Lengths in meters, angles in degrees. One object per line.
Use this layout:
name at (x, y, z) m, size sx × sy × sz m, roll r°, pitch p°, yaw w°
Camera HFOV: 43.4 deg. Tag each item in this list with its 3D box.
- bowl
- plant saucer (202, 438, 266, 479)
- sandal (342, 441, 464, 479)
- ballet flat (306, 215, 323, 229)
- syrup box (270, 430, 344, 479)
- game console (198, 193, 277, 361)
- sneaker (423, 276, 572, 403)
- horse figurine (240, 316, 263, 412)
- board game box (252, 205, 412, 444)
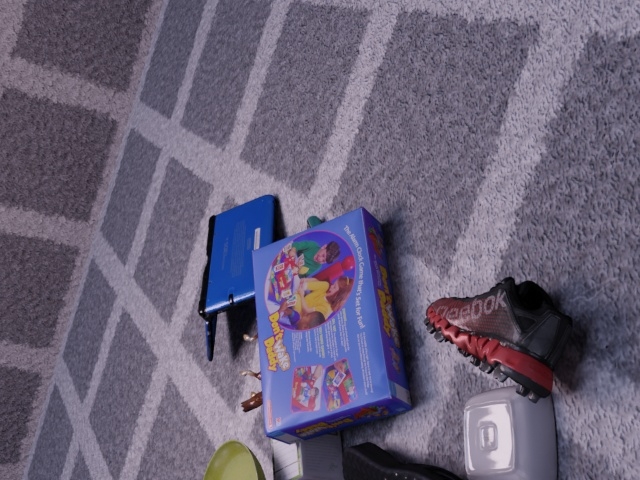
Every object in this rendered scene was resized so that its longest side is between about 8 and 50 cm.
bowl at (0.237, 0.260, 1.054) m, size 0.142 × 0.053 × 0.142 m, roll -27°, pitch 55°, yaw 54°
plant saucer at (-0.149, 0.469, 1.392) m, size 0.241 × 0.037 × 0.241 m, roll -32°, pitch 51°, yaw 51°
sandal at (0.150, 0.368, 1.098) m, size 0.445 × 0.107 × 0.168 m, roll -170°, pitch 72°, yaw -71°
ballet flat at (0.000, 0.000, 1.571) m, size 0.041 × 0.041 × 0.114 m, roll -57°, pitch 36°, yaw 30°
syrup box at (-0.029, 0.317, 1.426) m, size 0.093 × 0.096 × 0.237 m, roll -39°, pitch 46°, yaw 43°
game console at (-0.175, 0.082, 1.786) m, size 0.250 × 0.173 × 0.293 m, roll -20°, pitch 43°, yaw 19°
sneaker at (0.238, 0.110, 1.076) m, size 0.135 × 0.097 × 0.276 m, roll -58°, pitch 21°, yaw -2°
horse figurine at (-0.094, 0.212, 1.597) m, size 0.174 × 0.066 × 0.263 m, roll -30°, pitch 45°, yaw 43°
board game box at (0.010, 0.142, 1.359) m, size 0.233 × 0.078 × 0.347 m, roll -21°, pitch 56°, yaw 23°
